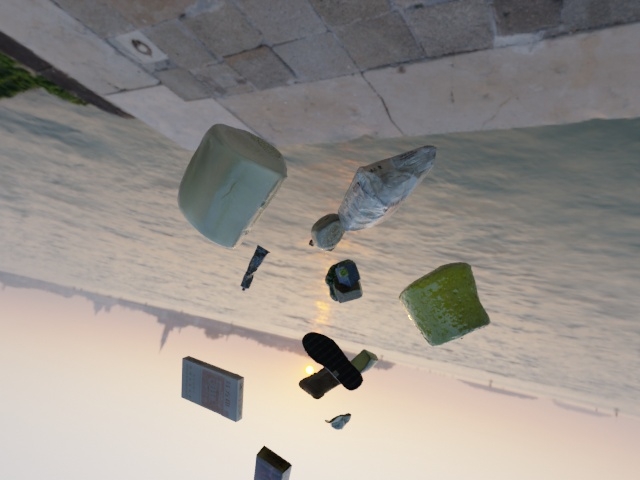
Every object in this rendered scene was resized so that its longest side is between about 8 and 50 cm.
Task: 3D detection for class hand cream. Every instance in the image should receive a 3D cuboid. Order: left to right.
[{"bbox_3d":[-0.350,0.151,2.276,0.052,0.248,0.075,22,172,47],"label":"hand cream"}]

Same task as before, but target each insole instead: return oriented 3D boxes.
[{"bbox_3d":[0.038,0.428,1.568,0.309,0.110,0.012,39,158,44],"label":"insole"}]

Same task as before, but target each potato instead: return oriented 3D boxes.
[{"bbox_3d":[0.195,0.575,1.972,0.120,0.149,0.081,34,-164,-45],"label":"potato"}]

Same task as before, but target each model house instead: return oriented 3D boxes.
[{"bbox_3d":[0.121,0.213,2.267,0.195,0.214,0.189,-12,178,0],"label":"model house"}]

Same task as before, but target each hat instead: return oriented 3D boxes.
[{"bbox_3d":[0.104,1.036,2.486,0.122,0.081,0.166,-26,149,18],"label":"hat"}]

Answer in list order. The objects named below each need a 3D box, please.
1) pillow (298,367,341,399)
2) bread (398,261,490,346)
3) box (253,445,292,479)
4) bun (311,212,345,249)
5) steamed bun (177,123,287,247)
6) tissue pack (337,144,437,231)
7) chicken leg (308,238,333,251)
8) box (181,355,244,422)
[{"bbox_3d":[0.020,0.578,1.810,0.211,0.034,0.135,-23,-151,-36],"label":"pillow"},{"bbox_3d":[0.541,0.277,1.868,0.348,0.308,0.348,-25,165,-8],"label":"bread"},{"bbox_3d":[-0.223,1.068,1.980,0.159,0.240,0.071,25,-147,25],"label":"box"},{"bbox_3d":[0.030,-0.050,1.916,0.113,0.173,0.167,40,143,37],"label":"bun"},{"bbox_3d":[-0.331,-0.209,1.532,0.290,0.371,0.456,32,-167,-23],"label":"steamed bun"},{"bbox_3d":[0.266,-0.202,1.750,0.375,0.195,0.390,-27,165,-27],"label":"tissue pack"},{"bbox_3d":[0.001,0.003,2.157,0.101,0.085,0.207,53,155,-22],"label":"chicken leg"},{"bbox_3d":[-0.506,0.681,2.015,0.365,0.205,0.051,8,-172,31],"label":"box"}]
